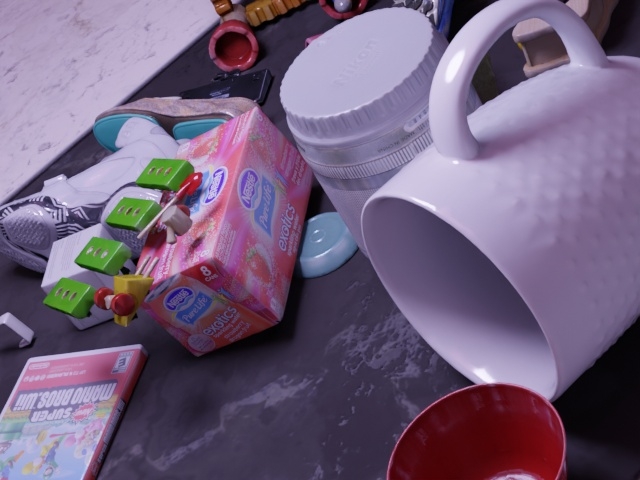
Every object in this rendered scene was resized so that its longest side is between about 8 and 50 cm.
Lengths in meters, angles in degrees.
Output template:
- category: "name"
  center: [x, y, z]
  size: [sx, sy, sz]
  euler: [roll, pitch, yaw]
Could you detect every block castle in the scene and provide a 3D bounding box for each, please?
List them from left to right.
- category: "block castle"
  center: [-0.131, -0.529, 1.984]
  size: [0.303, 0.453, 0.213]
  euler: [-23, 30, 11]

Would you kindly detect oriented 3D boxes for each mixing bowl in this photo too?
- category: "mixing bowl"
  center: [0.164, 0.238, 1.170]
  size: [0.181, 0.098, 0.181]
  euler: [-19, 38, 16]

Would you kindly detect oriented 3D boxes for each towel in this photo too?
- category: "towel"
  center: [0.185, -0.184, 1.600]
  size: [0.110, 0.148, 0.027]
  euler: [-29, 46, -3]

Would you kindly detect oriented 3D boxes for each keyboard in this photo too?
- category: "keyboard"
  center: [-0.164, -0.246, 2.037]
  size: [0.180, 0.023, 0.108]
  euler: [-10, 48, 26]

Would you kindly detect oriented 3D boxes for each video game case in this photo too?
- category: "video game case"
  center: [-0.357, 0.262, 1.590]
  size: [0.204, 0.025, 0.285]
  euler: [-9, 42, 28]

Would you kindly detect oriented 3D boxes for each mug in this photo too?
- category: "mug"
  center: [0.233, -0.072, 1.249]
  size: [0.328, 0.374, 0.276]
  euler: [-40, 31, -20]

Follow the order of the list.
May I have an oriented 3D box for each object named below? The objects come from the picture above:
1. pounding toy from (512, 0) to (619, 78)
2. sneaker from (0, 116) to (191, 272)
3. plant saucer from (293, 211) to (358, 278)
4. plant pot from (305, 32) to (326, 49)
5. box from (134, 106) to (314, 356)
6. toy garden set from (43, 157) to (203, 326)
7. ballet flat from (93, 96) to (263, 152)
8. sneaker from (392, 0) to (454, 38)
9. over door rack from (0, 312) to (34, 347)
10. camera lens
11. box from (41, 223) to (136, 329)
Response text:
- category: "pounding toy"
  center: [0.325, -0.372, 1.705]
  size: [0.154, 0.155, 0.269]
  euler: [1, 48, 31]
- category: "sneaker"
  center: [-0.337, -0.069, 1.869]
  size: [0.366, 0.137, 0.210]
  euler: [-5, 43, 25]
- category: "plant saucer"
  center: [0.000, 0.000, 1.630]
  size: [0.119, 0.021, 0.119]
  euler: [-20, 39, 17]
- category: "plant pot"
  center: [0.090, -0.205, 1.674]
  size: [0.180, 0.201, 0.201]
  euler: [-16, 36, -4]
- category: "box"
  center: [-0.124, -0.016, 1.619]
  size: [0.154, 0.142, 0.300]
  euler: [-23, 36, 31]
- category: "toy garden set"
  center: [-0.226, 0.007, 1.525]
  size: [0.244, 0.049, 0.204]
  euler: [-55, 28, -15]
- category: "ballet flat"
  center: [-0.222, -0.187, 1.959]
  size: [0.316, 0.107, 0.106]
  euler: [6, 39, 31]
- category: "sneaker"
  center: [0.211, -0.442, 1.888]
  size: [0.130, 0.147, 0.330]
  euler: [-22, 51, 58]
- category: "over door rack"
  center: [-0.598, 0.220, 1.747]
  size: [0.324, 0.108, 0.239]
  euler: [-14, 41, 24]
- category: "camera lens"
  center: [0.099, -0.115, 1.475]
  size: [0.219, 0.274, 0.219]
  euler: [-20, 38, 17]
- category: "box"
  center: [-0.332, 0.052, 1.748]
  size: [0.087, 0.102, 0.101]
  euler: [-21, 37, 18]
